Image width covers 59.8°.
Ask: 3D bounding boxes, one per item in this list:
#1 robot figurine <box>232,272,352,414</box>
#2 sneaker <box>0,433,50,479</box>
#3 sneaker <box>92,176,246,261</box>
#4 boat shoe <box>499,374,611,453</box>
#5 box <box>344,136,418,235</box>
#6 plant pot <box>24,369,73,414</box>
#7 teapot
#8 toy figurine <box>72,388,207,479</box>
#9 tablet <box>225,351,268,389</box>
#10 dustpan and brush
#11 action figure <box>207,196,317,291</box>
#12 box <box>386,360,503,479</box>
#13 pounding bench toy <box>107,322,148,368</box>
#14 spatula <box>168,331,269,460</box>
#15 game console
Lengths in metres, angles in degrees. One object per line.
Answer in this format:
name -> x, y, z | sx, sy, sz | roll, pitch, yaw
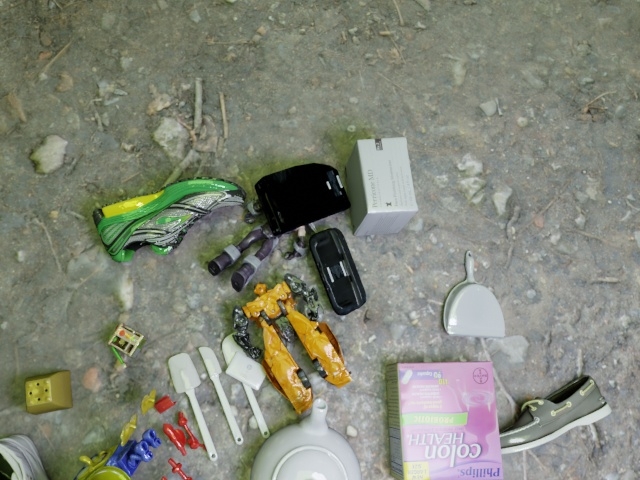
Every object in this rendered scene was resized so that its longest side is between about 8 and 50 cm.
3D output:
robot figurine -> -0.066, 0.221, 1.236 | 0.211, 0.085, 0.291 | -31, 81, -6
sneaker -> -0.560, 0.511, 1.063 | 0.108, 0.169, 0.293 | -36, 82, -16
sneaker -> -0.331, -0.047, 1.278 | 0.343, 0.134, 0.146 | -20, 84, -2
boat shoe -> 0.507, 0.393, 1.251 | 0.304, 0.109, 0.091 | -16, 76, -17
box -> 0.137, -0.122, 1.310 | 0.119, 0.182, 0.181 | -5, 75, -8
plant pot -> -0.572, 0.316, 1.158 | 0.081, 0.083, 0.082 | -9, 77, -9
teapot -> -0.026, 0.495, 1.118 | 0.252, 0.187, 0.256 | -36, 82, -14
toy figurine -> -0.392, 0.474, 1.054 | 0.217, 0.362, 0.191 | -33, 101, 13
tablet -> -0.163, 0.291, 1.242 | 0.083, 0.006, 0.054 | 31, 65, -5
dustpan and brush -> 0.366, 0.125, 1.340 | 0.147, 0.060, 0.211 | 5, 81, -7
action figure -> -0.127, -0.010, 1.296 | 0.185, 0.099, 0.285 | 39, 59, 12
box -> 0.264, 0.390, 1.216 | 0.213, 0.117, 0.243 | 1, 75, -6
pounding bench toy -> -0.431, 0.230, 1.214 | 0.065, 0.052, 0.083 | 29, 74, 2
spatula -> -0.220, 0.344, 1.225 | 0.168, 0.019, 0.242 | -19, 78, -19
game console -> 0.000, 0.000, 1.281 | 0.213, 0.044, 0.362 | -21, 90, -34
